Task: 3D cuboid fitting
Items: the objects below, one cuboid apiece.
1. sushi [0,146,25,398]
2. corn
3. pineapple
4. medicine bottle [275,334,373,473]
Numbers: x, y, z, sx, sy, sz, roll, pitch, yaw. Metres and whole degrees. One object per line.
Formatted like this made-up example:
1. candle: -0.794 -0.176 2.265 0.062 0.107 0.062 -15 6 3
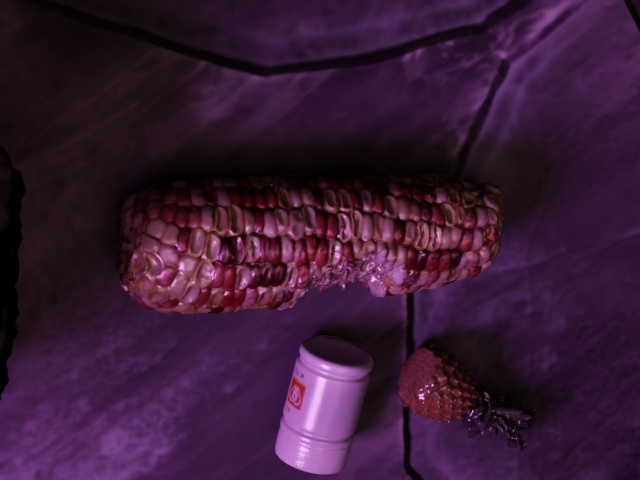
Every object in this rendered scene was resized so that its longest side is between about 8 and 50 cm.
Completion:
1. sushi: -0.332 0.083 1.112 0.328 0.329 0.285 -2 106 -22
2. corn: 0.000 0.000 1.309 0.290 0.098 0.098 -2 112 -19
3. pineapple: 0.117 0.125 1.417 0.124 0.058 0.058 29 100 -26
4. medicine bottle: 0.002 0.121 1.378 0.057 0.057 0.089 7 109 -20
